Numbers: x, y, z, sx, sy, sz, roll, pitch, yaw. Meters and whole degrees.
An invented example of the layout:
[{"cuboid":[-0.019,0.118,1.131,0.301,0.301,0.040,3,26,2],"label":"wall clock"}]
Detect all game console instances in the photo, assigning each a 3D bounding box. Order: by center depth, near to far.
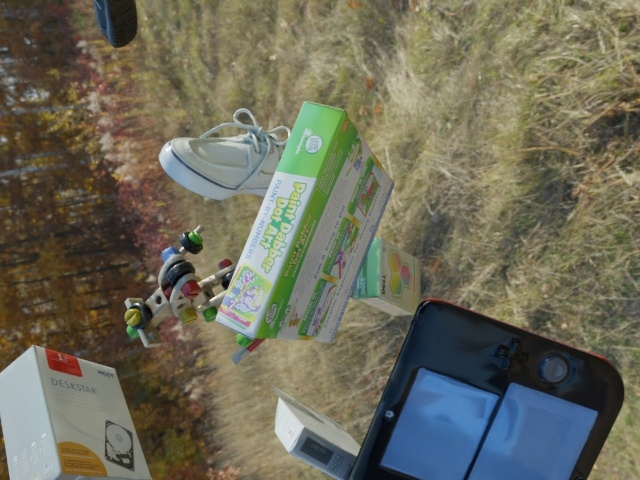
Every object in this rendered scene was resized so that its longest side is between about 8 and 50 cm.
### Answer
[{"cuboid":[0.249,0.314,0.800,0.060,0.342,0.386,-108,38,-80],"label":"game console"}]

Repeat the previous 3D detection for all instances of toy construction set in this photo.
[{"cuboid":[-0.284,0.165,1.158,0.309,0.237,0.257,46,-168,-2],"label":"toy construction set"}]

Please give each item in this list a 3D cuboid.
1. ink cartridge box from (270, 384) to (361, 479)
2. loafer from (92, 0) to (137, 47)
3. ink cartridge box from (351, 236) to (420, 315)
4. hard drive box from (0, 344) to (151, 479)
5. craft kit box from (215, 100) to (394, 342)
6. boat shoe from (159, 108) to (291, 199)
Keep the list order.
[{"cuboid":[-0.005,0.368,0.966,0.189,0.066,0.232,35,167,-18],"label":"ink cartridge box"},{"cuboid":[-0.354,-0.424,0.854,0.078,0.080,0.220,38,143,4],"label":"loafer"},{"cuboid":[0.108,0.062,0.933,0.062,0.209,0.108,-11,65,36],"label":"ink cartridge box"},{"cuboid":[-0.396,0.302,0.823,0.232,0.089,0.181,51,-176,36],"label":"hard drive box"},{"cuboid":[0.000,0.000,0.628,0.249,0.061,0.247,-68,-20,-5],"label":"craft kit box"},{"cuboid":[-0.122,-0.164,0.970,0.156,0.367,0.135,-45,66,24],"label":"boat shoe"}]
